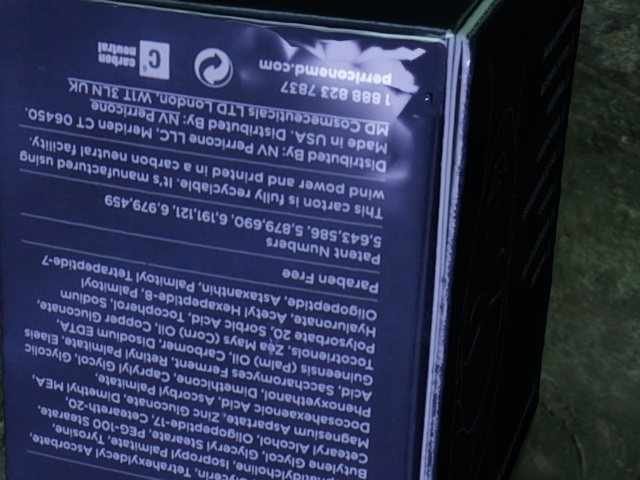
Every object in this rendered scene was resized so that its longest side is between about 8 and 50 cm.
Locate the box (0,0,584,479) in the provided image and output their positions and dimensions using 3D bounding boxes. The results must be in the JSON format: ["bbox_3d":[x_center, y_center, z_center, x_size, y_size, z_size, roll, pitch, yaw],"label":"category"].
[{"bbox_3d":[0.000,0.000,1.254,0.297,0.471,0.480,8,24,15],"label":"box"}]
